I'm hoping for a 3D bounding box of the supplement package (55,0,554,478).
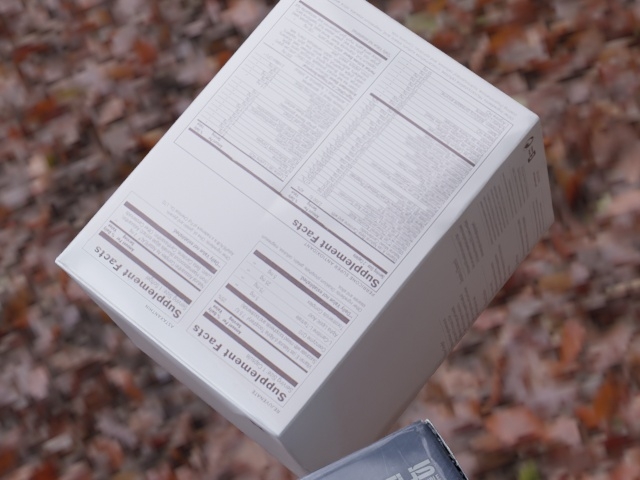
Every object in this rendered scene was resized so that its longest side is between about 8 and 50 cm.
[{"bbox_3d":[0.000,0.000,1.179,0.198,0.199,0.263,36,80,20],"label":"supplement package"}]

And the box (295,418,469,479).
[{"bbox_3d":[-0.037,0.200,0.900,0.232,0.183,0.059,-24,62,-18],"label":"box"}]
